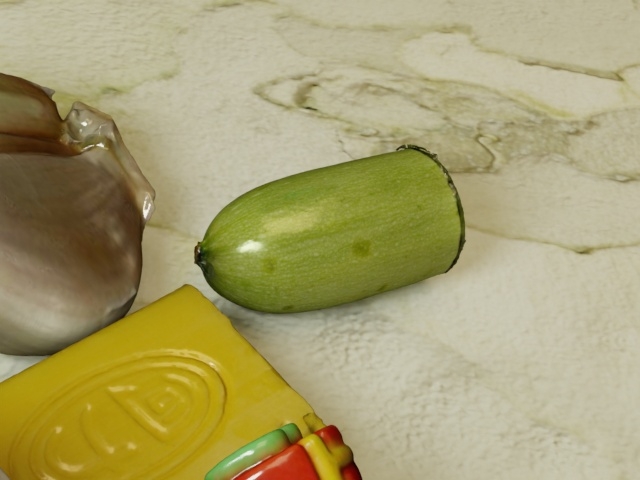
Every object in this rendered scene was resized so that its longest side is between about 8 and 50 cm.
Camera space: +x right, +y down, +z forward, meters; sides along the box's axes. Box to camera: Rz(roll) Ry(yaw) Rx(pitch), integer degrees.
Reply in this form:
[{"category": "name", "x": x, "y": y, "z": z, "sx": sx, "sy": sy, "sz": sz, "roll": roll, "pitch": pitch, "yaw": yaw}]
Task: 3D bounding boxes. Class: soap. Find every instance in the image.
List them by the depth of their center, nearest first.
[{"category": "soap", "x": -0.164, "y": 0.179, "z": 1.377, "sx": 0.204, "sy": 0.096, "sz": 0.324, "roll": 43, "pitch": 48, "yaw": 21}]

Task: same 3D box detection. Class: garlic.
[{"category": "garlic", "x": -0.274, "y": -0.024, "z": 1.468, "sx": 0.325, "sy": 0.132, "sz": 0.279, "roll": -13, "pitch": 60, "yaw": -52}]

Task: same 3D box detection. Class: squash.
[{"category": "squash", "x": 0.000, "y": 0.000, "z": 1.590, "sx": 0.247, "sy": 0.132, "sz": 0.132, "roll": -17, "pitch": 56, "yaw": -30}]

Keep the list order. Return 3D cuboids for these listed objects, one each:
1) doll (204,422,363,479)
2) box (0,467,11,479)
[{"category": "doll", "x": 0.038, "y": 0.306, "z": 1.268, "sx": 0.160, "sy": 0.182, "sz": 0.363, "roll": -23, "pitch": 83, "yaw": 4}, {"category": "box", "x": -0.291, "y": 0.276, "z": 1.124, "sx": 0.301, "sy": 0.301, "sz": 0.216, "roll": 42, "pitch": 56, "yaw": 20}]
